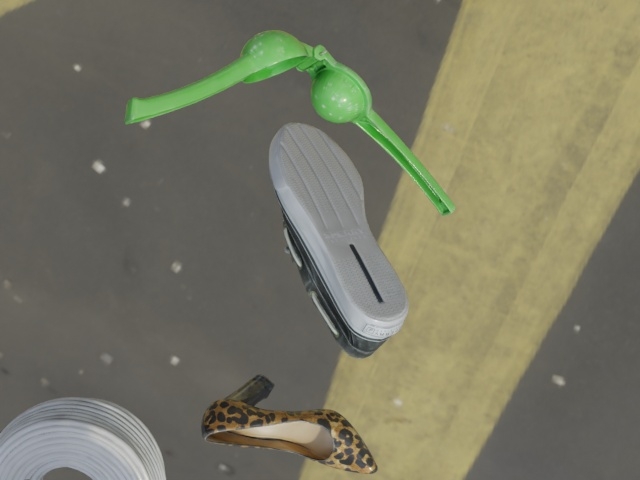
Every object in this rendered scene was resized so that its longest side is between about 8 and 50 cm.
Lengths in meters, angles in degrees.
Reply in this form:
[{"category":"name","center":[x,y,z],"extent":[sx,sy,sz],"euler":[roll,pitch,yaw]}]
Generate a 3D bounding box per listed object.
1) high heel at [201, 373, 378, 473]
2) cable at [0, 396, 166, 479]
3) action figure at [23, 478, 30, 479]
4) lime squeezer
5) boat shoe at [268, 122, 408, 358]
[{"category":"high heel","center":[-0.052,0.319,1.631],"extent":[0.261,0.186,0.093],"euler":[30,119,18]},{"category":"cable","center":[-0.347,0.347,1.483],"extent":[0.257,0.089,0.257],"euler":[8,106,2]},{"category":"action figure","center":[-0.325,0.373,1.081],"extent":[0.341,0.178,0.330],"euler":[32,-173,-36]},{"category":"lime squeezer","center":[-0.005,-0.108,0.848],"extent":[0.310,0.110,0.059],"euler":[15,143,-34]},{"category":"boat shoe","center":[0.000,0.000,1.354],"extent":[0.121,0.335,0.119],"euler":[-1,144,-29]}]
